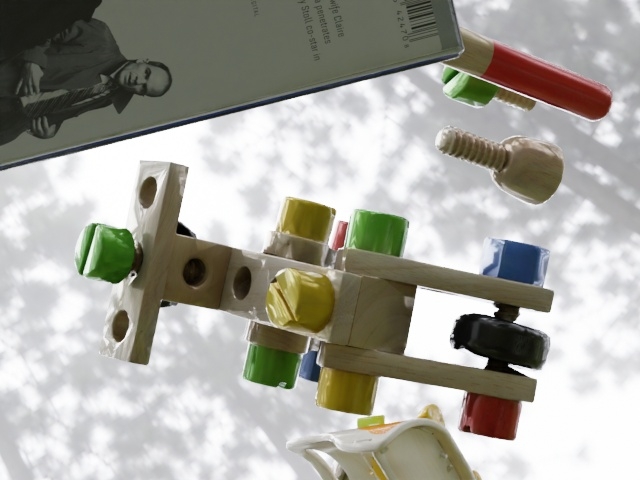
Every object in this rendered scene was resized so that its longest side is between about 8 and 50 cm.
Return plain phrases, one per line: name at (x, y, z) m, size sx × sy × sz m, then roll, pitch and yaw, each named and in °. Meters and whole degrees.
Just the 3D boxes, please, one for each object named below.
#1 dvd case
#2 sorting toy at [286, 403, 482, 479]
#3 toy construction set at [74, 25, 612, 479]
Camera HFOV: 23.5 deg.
dvd case at (-0.073, -0.138, 0.667) m, size 0.238 × 0.029 × 0.179 m, roll -13°, pitch -87°, yaw 7°
sorting toy at (0.024, 0.104, 0.669) m, size 0.083 × 0.075 × 0.045 m, roll 59°, pitch -136°, yaw -27°
toy construction set at (0.000, 0.000, 0.911) m, size 0.237 × 0.257 × 0.309 m, roll 18°, pitch -69°, yaw -28°
